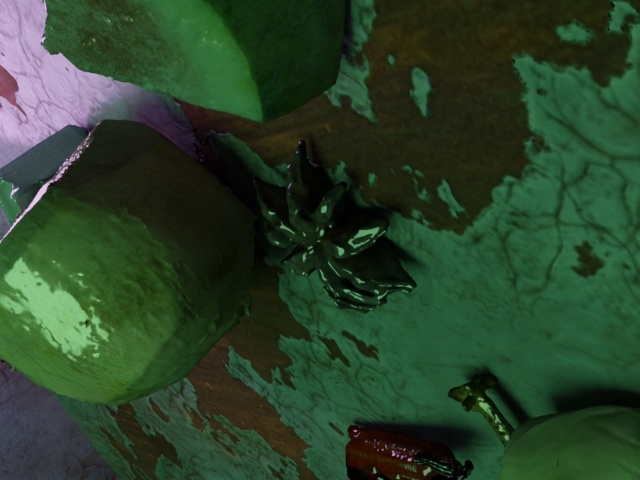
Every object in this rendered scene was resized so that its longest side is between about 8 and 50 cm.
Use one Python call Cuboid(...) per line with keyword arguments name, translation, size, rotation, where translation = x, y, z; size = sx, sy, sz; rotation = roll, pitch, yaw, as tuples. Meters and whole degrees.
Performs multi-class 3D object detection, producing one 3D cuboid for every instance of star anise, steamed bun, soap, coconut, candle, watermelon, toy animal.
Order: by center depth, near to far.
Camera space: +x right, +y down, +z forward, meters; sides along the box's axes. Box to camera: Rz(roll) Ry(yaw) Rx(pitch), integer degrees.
Cuboid(name="watermelon", translation=(-0.106, -0.239, 0.646), size=(0.231, 0.193, 0.310), rotation=(-6, 137, 32))
Cuboid(name="steamed bun", translation=(0.242, 0.264, 0.718), size=(0.170, 0.152, 0.239), rotation=(-23, 100, 44))
Cuboid(name="star anise", translation=(0.000, 0.000, 0.840), size=(0.182, 0.065, 0.195), rotation=(48, 154, 1))
Cuboid(name="toy animal", translation=(0.217, 0.249, 0.866), size=(0.149, 0.054, 0.276), rotation=(16, 140, 50))
Cuboid(name="coconut", translation=(-0.210, 0.037, 0.935), size=(0.254, 0.297, 0.297), rotation=(39, 153, -17))
Cuboid(name="candle", translation=(0.096, 0.262, 1.017), size=(0.084, 0.059, 0.301), rotation=(54, 157, -6))
Cuboid(name="soap", translation=(-0.313, -0.012, 1.148), size=(0.094, 0.150, 0.261), rotation=(31, 147, 37))
